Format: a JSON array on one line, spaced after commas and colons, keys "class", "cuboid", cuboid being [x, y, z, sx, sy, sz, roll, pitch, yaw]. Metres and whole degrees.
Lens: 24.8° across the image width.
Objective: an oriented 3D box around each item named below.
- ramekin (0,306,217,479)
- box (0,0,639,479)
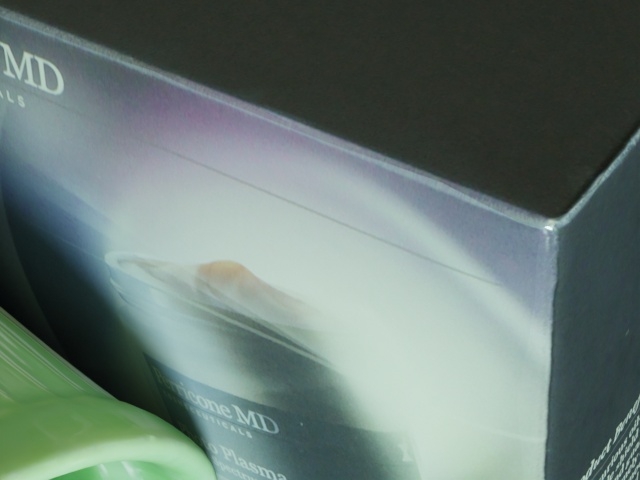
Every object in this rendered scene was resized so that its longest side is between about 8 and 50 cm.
[{"class": "ramekin", "cuboid": [-0.194, 0.142, 0.520, 0.148, 0.303, 0.303, 39, 49, 22]}, {"class": "box", "cuboid": [0.000, 0.000, 0.586, 0.296, 0.294, 0.183, 23, 49, 28]}]
